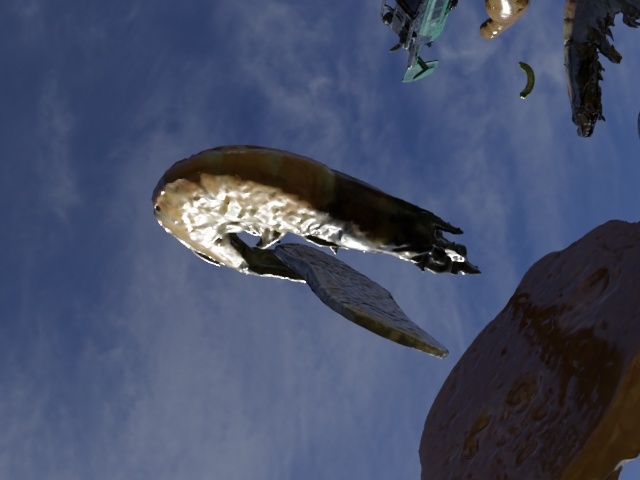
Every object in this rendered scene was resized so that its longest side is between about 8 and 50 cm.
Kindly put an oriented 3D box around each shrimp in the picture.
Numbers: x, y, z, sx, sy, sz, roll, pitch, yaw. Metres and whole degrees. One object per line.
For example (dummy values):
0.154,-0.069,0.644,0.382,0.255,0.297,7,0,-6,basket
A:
0.295,-0.162,0.750,0.035,0.148,0.195,-34,-47,-22,shrimp
0.000,0.000,1.015,0.445,0.272,0.085,13,-123,-16,shrimp

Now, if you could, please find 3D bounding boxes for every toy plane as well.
0.207,-0.433,1.562,0.155,0.381,0.106,-27,-112,-15,toy plane

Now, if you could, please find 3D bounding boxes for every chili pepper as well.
0.347,-0.271,1.316,0.030,0.017,0.083,15,-122,-1,chili pepper

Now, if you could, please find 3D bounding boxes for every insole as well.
0.016,0.026,0.471,0.081,0.248,0.011,23,-87,-14,insole

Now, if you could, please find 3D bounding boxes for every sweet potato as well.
0.310,-0.393,1.302,0.075,0.269,0.074,-1,-98,5,sweet potato

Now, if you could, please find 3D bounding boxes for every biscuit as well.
0.234,0.140,0.791,0.062,0.385,0.365,35,-92,-5,biscuit

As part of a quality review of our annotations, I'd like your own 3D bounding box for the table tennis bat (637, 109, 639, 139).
0.345,-0.084,0.587,0.215,0.044,0.329,14,-139,4,table tennis bat
